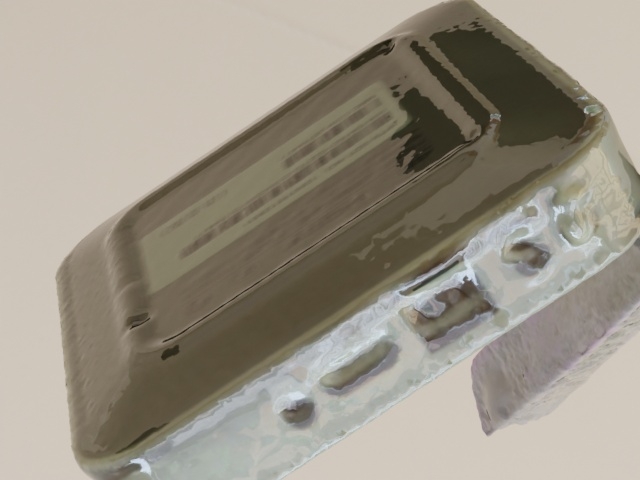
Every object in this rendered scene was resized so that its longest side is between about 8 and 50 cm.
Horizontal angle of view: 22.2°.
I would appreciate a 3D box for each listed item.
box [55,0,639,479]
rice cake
[{"bbox_3d":[0.000,-0.001,1.143,0.111,0.396,0.396,55,-178,-23],"label":"box"},{"bbox_3d":[0.199,0.043,1.168,0.064,0.399,0.070,-14,-110,-23],"label":"rice cake"}]
